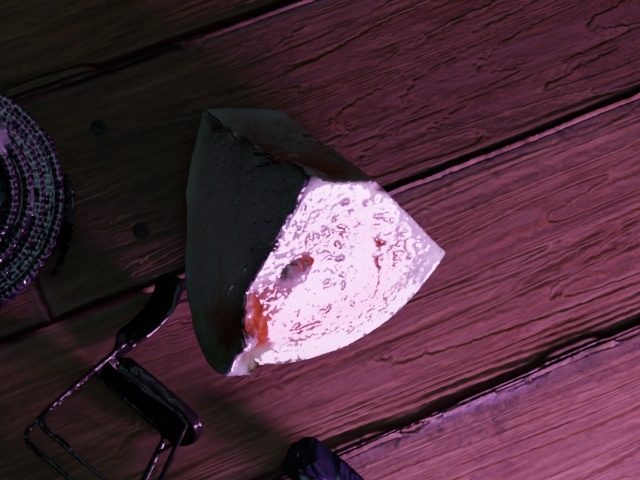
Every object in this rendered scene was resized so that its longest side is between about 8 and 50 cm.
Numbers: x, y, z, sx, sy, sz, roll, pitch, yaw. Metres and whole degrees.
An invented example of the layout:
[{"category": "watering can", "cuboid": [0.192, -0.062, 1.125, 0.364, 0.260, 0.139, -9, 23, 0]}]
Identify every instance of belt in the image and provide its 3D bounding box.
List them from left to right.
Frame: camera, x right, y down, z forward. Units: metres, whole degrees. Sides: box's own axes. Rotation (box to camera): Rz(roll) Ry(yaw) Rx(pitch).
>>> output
[{"category": "belt", "cuboid": [-0.425, -0.027, 1.924, 0.325, 0.122, 0.260, -23, 90, -12]}]

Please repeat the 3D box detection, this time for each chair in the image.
[{"category": "chair", "cuboid": [-0.185, 0.162, 1.925, 0.145, 0.140, 0.221, 40, 69, -5]}]

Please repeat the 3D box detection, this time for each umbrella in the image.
[{"category": "umbrella", "cuboid": [0.058, 0.309, 1.977, 0.248, 0.071, 0.071, 43, 74, -2]}]

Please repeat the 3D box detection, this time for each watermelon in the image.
[{"category": "watermelon", "cuboid": [0.000, 0.000, 1.954, 0.289, 0.214, 0.320, 11, 65, -11]}]
